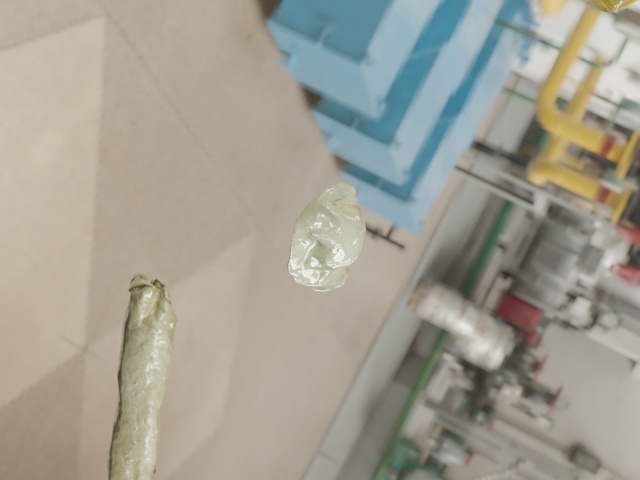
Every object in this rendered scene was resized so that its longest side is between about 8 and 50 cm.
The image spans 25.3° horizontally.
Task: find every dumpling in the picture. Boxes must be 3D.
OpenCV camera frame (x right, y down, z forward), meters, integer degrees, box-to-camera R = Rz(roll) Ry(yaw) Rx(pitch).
[{"bbox_3d":[0.000,-0.002,2.140,0.134,0.100,0.169,-22,153,-32],"label":"dumpling"}]

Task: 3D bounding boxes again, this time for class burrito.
[{"bbox_3d":[-0.210,0.176,1.655,0.082,0.059,0.275,-160,-104,-68],"label":"burrito"}]

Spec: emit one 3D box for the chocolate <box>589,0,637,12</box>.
[{"bbox_3d":[0.403,-0.350,1.206,0.445,0.162,0.162,-36,164,-3],"label":"chocolate"}]
